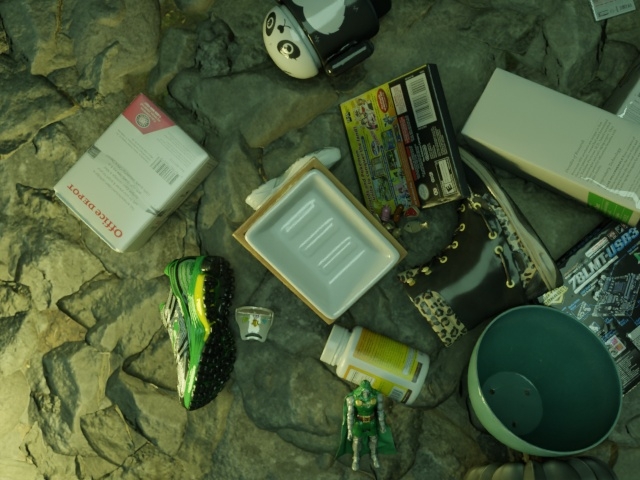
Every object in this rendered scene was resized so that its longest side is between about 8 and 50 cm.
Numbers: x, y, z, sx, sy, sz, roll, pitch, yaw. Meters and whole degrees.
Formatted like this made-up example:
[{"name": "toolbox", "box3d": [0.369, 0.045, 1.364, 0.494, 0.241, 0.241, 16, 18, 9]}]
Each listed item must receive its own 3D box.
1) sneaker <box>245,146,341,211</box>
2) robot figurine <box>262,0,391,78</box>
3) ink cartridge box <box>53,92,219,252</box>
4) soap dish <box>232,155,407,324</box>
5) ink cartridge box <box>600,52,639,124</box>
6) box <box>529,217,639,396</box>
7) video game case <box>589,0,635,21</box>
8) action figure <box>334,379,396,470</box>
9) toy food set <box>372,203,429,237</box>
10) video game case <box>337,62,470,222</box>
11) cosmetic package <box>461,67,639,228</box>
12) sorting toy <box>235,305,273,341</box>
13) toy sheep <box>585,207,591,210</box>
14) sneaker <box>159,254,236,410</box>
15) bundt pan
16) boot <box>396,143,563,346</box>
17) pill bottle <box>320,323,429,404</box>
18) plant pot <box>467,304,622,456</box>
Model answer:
[{"name": "sneaker", "box3d": [-0.041, -0.113, 1.491, 0.232, 0.090, 0.115, -34, 96, 10]}, {"name": "robot figurine", "box3d": [0.011, -0.463, 1.436, 0.278, 0.209, 0.173, -34, 123, 2]}, {"name": "ink cartridge box", "box3d": [-0.396, -0.141, 1.487, 0.207, 0.117, 0.283, 43, 91, 3]}, {"name": "soap dish", "box3d": [0.000, 0.000, 1.423, 0.229, 0.118, 0.291, -44, 108, 6]}, {"name": "ink cartridge box", "box3d": [0.702, -0.286, 1.397, 0.171, 0.168, 0.232, 34, 92, 3]}, {"name": "box", "box3d": [0.635, 0.125, 1.447, 0.295, 0.073, 0.293, -42, 87, 3]}, {"name": "video game case", "box3d": [0.621, -0.544, 1.483, 0.087, 0.011, 0.122, -16, 89, 4]}, {"name": "action figure", "box3d": [0.093, 0.382, 1.432, 0.137, 0.063, 0.232, -8, 121, -6]}, {"name": "toy food set", "box3d": [0.161, -0.043, 1.426, 0.122, 0.019, 0.078, -18, 102, 44]}, {"name": "video game case", "box3d": [0.167, -0.192, 1.423, 0.248, 0.035, 0.274, -16, 89, 43]}, {"name": "cosmetic package", "box3d": [0.483, -0.181, 1.350, 0.366, 0.197, 0.155, 28, 93, 23]}, {"name": "sorting toy", "box3d": [-0.145, 0.186, 1.510, 0.083, 0.045, 0.075, 6, 98, 2]}, {"name": "toy sheep", "box3d": [0.609, -0.112, 1.445, 0.132, 0.091, 0.091, -41, 87, 6]}, {"name": "sneaker", "box3d": [-0.272, 0.199, 1.490, 0.146, 0.134, 0.343, 5, 94, 28]}, {"name": "bundt pan", "box3d": [0.428, 0.493, 1.346, 0.331, 0.331, 0.124, -5, 72, 3]}, {"name": "boot", "box3d": [0.285, 0.008, 1.435, 0.284, 0.138, 0.377, -36, 79, 9]}, {"name": "pill bottle", "box3d": [0.113, 0.256, 1.454, 0.215, 0.117, 0.117, 22, 91, 3]}, {"name": "plant pot", "box3d": [0.418, 0.300, 1.378, 0.290, 0.195, 0.290, 4, 61, -7]}]
